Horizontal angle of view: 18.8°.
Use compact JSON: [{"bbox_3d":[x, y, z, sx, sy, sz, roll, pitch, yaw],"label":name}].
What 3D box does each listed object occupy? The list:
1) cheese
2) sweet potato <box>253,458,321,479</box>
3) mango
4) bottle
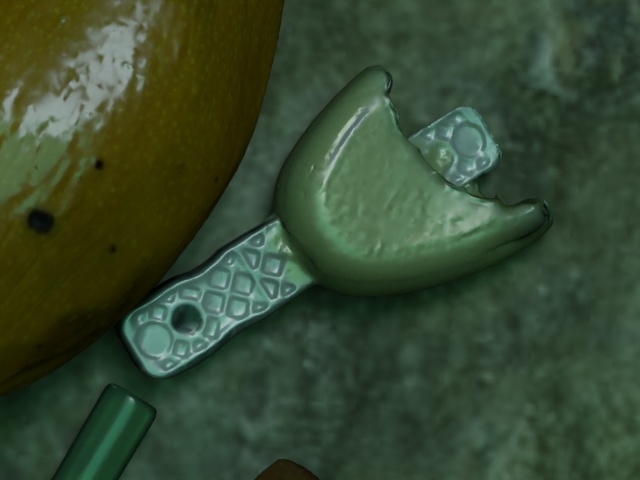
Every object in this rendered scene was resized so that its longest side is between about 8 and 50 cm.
[{"bbox_3d":[0.000,0.000,1.014,0.235,0.050,0.127,-33,95,-12],"label":"cheese"},{"bbox_3d":[0.036,0.220,0.986,0.097,0.097,0.251,-43,99,-13],"label":"sweet potato"},{"bbox_3d":[-0.121,-0.081,0.949,0.187,0.144,0.359,35,76,-10],"label":"mango"},{"bbox_3d":[-0.116,0.115,0.987,0.030,0.030,0.083,32,80,-8],"label":"bottle"}]
